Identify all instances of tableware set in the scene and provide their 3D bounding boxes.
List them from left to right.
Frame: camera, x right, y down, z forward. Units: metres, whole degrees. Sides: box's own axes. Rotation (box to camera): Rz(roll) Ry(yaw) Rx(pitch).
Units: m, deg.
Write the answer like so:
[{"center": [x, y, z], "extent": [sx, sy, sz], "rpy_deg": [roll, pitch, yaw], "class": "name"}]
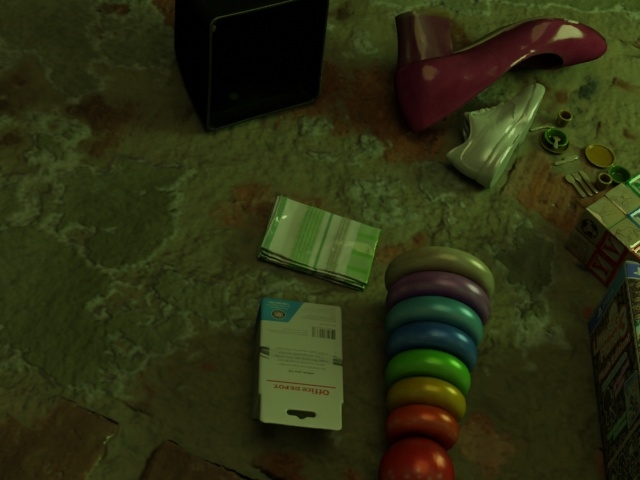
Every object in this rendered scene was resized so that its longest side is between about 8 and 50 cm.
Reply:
[{"center": [0.393, -0.134, 1.977], "extent": [0.104, 0.024, 0.154], "rpy_deg": [-17, 58, -25], "class": "tableware set"}]

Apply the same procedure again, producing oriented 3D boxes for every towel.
[{"center": [0.000, 0.000, 1.772], "extent": [0.152, 0.023, 0.113], "rpy_deg": [17, 51, -1], "class": "towel"}]

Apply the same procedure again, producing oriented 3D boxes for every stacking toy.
[{"center": [0.134, 0.174, 1.606], "extent": [0.141, 0.141, 0.330], "rpy_deg": [12, 55, -5], "class": "stacking toy"}]

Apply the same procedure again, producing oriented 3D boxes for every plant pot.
[{"center": [-0.115, -0.295, 1.886], "extent": [0.188, 0.188, 0.167], "rpy_deg": [-19, 46, -26], "class": "plant pot"}]

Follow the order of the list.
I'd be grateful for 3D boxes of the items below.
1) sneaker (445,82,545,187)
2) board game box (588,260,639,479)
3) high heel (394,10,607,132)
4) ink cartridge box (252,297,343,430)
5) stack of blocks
[{"center": [0.257, -0.173, 1.941], "extent": [0.094, 0.080, 0.212], "rpy_deg": [28, 53, 14], "class": "sneaker"}, {"center": [0.481, 0.195, 1.662], "extent": [0.232, 0.141, 0.291], "rpy_deg": [9, 51, -7], "class": "board game box"}, {"center": [0.279, -0.245, 2.013], "extent": [0.377, 0.127, 0.181], "rpy_deg": [-1, 83, -21], "class": "high heel"}, {"center": [-0.029, 0.163, 1.611], "extent": [0.104, 0.060, 0.180], "rpy_deg": [8, 51, -9], "class": "ink cartridge box"}, {"center": [0.515, -0.025, 1.879], "extent": [0.297, 0.087, 0.171], "rpy_deg": [-29, 64, -31], "class": "stack of blocks"}]
